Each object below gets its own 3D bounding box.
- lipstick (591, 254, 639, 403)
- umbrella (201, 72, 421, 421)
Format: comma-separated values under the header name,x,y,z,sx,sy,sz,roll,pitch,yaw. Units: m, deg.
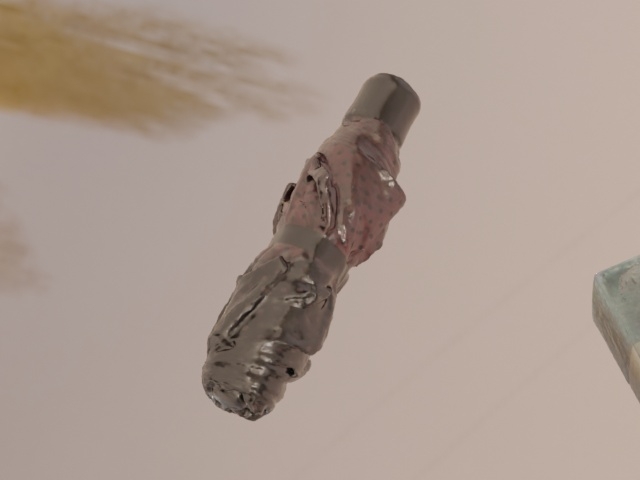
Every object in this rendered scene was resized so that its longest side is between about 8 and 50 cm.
name,x,y,z,sx,sy,sz,roll,pitch,yaw
lipstick,0.279,0.150,1.254,0.068,0.066,0.317,80,-13,-58
umbrella,0.000,0.000,1.511,0.090,0.094,0.326,-18,-144,55
